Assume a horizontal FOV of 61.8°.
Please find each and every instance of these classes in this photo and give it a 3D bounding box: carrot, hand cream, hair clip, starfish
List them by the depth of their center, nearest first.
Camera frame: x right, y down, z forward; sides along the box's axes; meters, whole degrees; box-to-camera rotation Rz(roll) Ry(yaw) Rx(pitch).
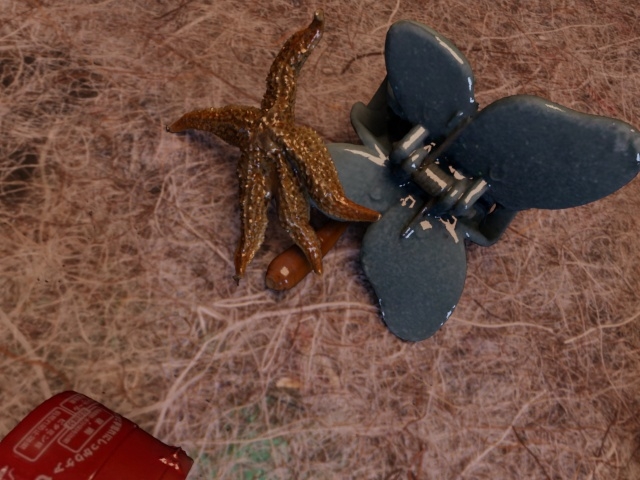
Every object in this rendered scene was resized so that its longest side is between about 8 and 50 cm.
[{"bbox_3d":[-0.229,0.257,0.464,0.149,0.230,0.230,34,60,-2],"label":"hand cream"},{"bbox_3d":[-0.070,-0.085,0.686,0.084,0.302,0.293,-8,77,-61],"label":"starfish"},{"bbox_3d":[0.170,-0.112,0.749,0.318,0.392,0.238,41,34,2],"label":"hair clip"},{"bbox_3d":[0.000,0.000,0.770,0.048,0.048,0.216,44,56,5],"label":"carrot"}]
